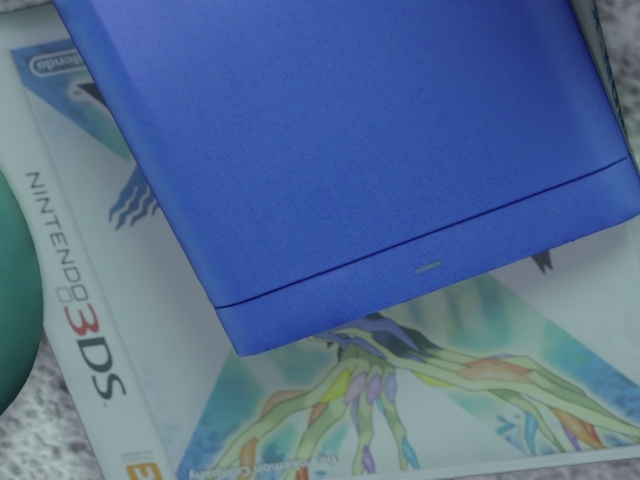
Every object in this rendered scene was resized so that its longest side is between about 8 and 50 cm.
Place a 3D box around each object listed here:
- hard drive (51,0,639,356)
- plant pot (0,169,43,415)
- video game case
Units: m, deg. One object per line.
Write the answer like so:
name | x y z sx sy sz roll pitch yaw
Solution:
hard drive | -0.007 -0.115 0.882 0.210 0.040 0.319 -20 115 13
plant pot | -0.321 0.060 0.990 0.293 0.235 0.293 11 125 16
video game case | 0.000 0.000 1.016 0.329 0.036 0.300 -9 118 18
